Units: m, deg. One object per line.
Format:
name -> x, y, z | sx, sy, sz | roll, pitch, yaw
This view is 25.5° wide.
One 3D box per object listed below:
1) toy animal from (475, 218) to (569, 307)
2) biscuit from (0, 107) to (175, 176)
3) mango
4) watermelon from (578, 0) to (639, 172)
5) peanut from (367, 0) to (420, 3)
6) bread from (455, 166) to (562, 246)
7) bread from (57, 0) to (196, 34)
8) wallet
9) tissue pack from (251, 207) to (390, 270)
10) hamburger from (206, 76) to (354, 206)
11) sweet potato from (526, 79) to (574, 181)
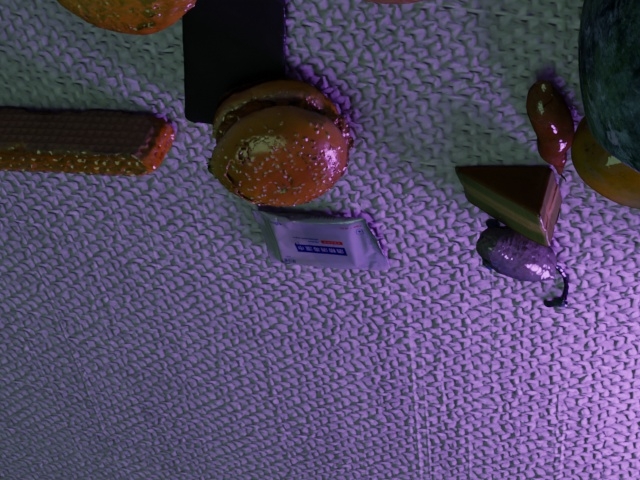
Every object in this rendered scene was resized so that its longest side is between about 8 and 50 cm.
toy animal -> 0.296, 0.035, 1.964 | 0.079, 0.070, 0.253 | 22, 175, 43
biscuit -> -0.394, -0.144, 2.062 | 0.379, 0.094, 0.054 | 3, 140, 22
mango -> 0.426, -0.098, 1.688 | 0.251, 0.114, 0.156 | 10, 135, 17
watermelon -> 0.426, -0.190, 1.505 | 0.258, 0.387, 0.228 | -12, 122, -22
peanut -> 0.051, -0.324, 1.602 | 0.226, 0.095, 0.108 | 14, 141, 9
bread -> 0.240, -0.046, 1.875 | 0.139, 0.084, 0.074 | 3, 142, 25
bread -> -0.246, -0.352, 1.679 | 0.240, 0.139, 0.240 | 14, 144, 11
wallet -> -0.113, -0.243, 1.846 | 0.146, 0.030, 0.285 | 16, 144, 10
tissue pack -> 0.000, 0.000, 2.103 | 0.193, 0.026, 0.122 | 5, 142, 22
hamburger -> -0.048, -0.121, 1.870 | 0.191, 0.118, 0.182 | 22, 141, -33
sweet potato -> 0.291, -0.133, 1.769 | 0.056, 0.056, 0.195 | 6, 147, 20
